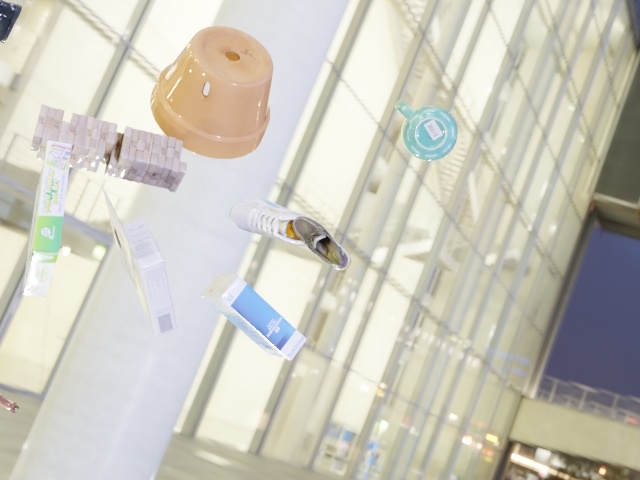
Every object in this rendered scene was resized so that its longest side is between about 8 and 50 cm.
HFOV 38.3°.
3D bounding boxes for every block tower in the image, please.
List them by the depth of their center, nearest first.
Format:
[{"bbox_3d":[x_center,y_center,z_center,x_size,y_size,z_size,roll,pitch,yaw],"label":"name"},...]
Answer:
[{"bbox_3d":[-0.471,-0.205,2.072,0.335,0.097,0.091,15,-33,-19],"label":"block tower"}]

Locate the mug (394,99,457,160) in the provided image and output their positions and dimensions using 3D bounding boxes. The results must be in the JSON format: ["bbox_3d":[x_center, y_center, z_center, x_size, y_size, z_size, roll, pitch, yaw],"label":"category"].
[{"bbox_3d":[0.242,-0.253,2.150,0.157,0.129,0.097,11,8,2],"label":"mug"}]

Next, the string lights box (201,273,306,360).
[{"bbox_3d":[-0.171,0.197,2.368,0.259,0.077,0.133,45,-21,-23],"label":"string lights box"}]

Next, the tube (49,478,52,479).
[{"bbox_3d":[-0.486,0.507,1.565,0.070,0.062,0.240,13,23,-29],"label":"tube"}]

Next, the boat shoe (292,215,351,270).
[{"bbox_3d":[0.000,0.000,1.876,0.152,0.056,0.049,39,2,18],"label":"boat shoe"}]

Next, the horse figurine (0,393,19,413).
[{"bbox_3d":[-0.882,0.331,2.359,0.263,0.066,0.174,61,-20,-18],"label":"horse figurine"}]

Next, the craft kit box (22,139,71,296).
[{"bbox_3d":[-0.569,-0.041,1.915,0.061,0.250,0.246,7,-26,-17],"label":"craft kit box"}]

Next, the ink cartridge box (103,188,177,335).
[{"bbox_3d":[-0.432,0.048,2.222,0.296,0.066,0.261,93,-28,-53],"label":"ink cartridge box"}]

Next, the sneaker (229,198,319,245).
[{"bbox_3d":[-0.109,-0.045,2.207,0.228,0.087,0.092,12,6,4],"label":"sneaker"}]

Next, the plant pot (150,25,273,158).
[{"bbox_3d":[-0.238,-0.366,2.176,0.291,0.291,0.203,23,-44,-7],"label":"plant pot"}]

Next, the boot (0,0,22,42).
[{"bbox_3d":[-0.749,-0.516,2.107,0.099,0.045,0.121,20,-46,-27],"label":"boot"}]
